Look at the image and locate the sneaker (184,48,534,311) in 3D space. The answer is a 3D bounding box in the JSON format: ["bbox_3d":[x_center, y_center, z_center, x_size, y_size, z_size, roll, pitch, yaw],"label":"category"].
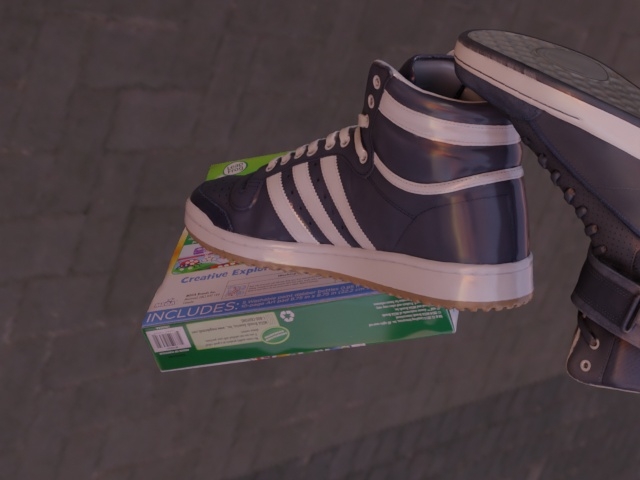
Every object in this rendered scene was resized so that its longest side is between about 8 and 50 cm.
[{"bbox_3d":[0.020,-0.054,0.947,0.099,0.282,0.153,-18,113,-47],"label":"sneaker"}]

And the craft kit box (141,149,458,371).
[{"bbox_3d":[0.000,0.000,1.195,0.247,0.249,0.061,-75,151,-51],"label":"craft kit box"}]

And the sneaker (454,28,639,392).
[{"bbox_3d":[0.150,-0.011,0.821,0.086,0.226,0.163,-28,147,-57],"label":"sneaker"}]
